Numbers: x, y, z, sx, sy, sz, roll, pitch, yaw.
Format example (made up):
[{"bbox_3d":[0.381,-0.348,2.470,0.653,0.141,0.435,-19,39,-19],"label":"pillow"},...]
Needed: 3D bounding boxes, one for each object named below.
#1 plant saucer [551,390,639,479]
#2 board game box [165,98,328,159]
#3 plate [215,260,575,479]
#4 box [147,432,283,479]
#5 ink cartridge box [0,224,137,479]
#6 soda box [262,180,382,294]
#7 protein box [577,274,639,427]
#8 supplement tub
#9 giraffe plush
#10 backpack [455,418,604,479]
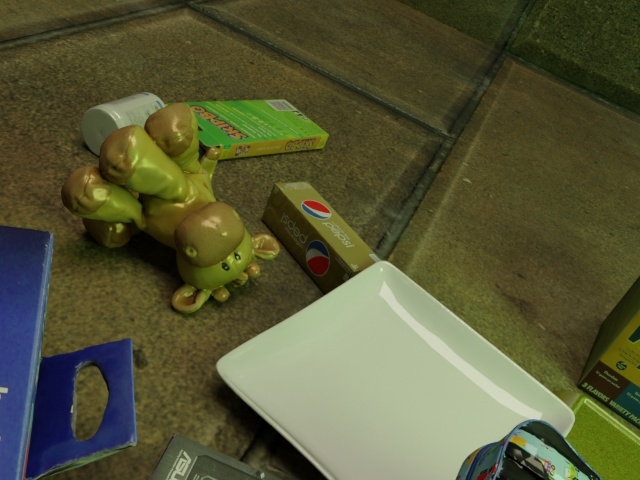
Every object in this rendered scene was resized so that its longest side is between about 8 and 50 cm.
[{"bbox_3d":[0.305,0.247,0.721,0.188,0.045,0.188,39,34,21],"label":"plant saucer"},{"bbox_3d":[-0.116,-0.183,1.086,0.259,0.039,0.124,-12,46,-47],"label":"board game box"},{"bbox_3d":[0.080,0.161,0.674,0.278,0.045,0.277,39,41,23],"label":"plate"},{"bbox_3d":[-0.066,0.259,0.445,0.183,0.056,0.231,25,32,-1],"label":"box"},{"bbox_3d":[-0.325,0.105,0.418,0.395,0.151,0.270,10,34,-24],"label":"ink cartridge box"},{"bbox_3d":[0.000,0.000,0.867,0.058,0.061,0.181,-7,44,-40],"label":"soda box"},{"bbox_3d":[0.465,0.115,0.874,0.136,0.201,0.200,34,33,16],"label":"protein box"},{"bbox_3d":[-0.263,-0.159,0.918,0.071,0.071,0.107,32,33,12],"label":"supplement tub"},{"bbox_3d":[-0.146,-0.017,0.737,0.170,0.181,0.210,49,4,18],"label":"giraffe plush"},{"bbox_3d":[0.158,0.230,0.507,0.173,0.117,0.158,48,49,-13],"label":"backpack"}]
